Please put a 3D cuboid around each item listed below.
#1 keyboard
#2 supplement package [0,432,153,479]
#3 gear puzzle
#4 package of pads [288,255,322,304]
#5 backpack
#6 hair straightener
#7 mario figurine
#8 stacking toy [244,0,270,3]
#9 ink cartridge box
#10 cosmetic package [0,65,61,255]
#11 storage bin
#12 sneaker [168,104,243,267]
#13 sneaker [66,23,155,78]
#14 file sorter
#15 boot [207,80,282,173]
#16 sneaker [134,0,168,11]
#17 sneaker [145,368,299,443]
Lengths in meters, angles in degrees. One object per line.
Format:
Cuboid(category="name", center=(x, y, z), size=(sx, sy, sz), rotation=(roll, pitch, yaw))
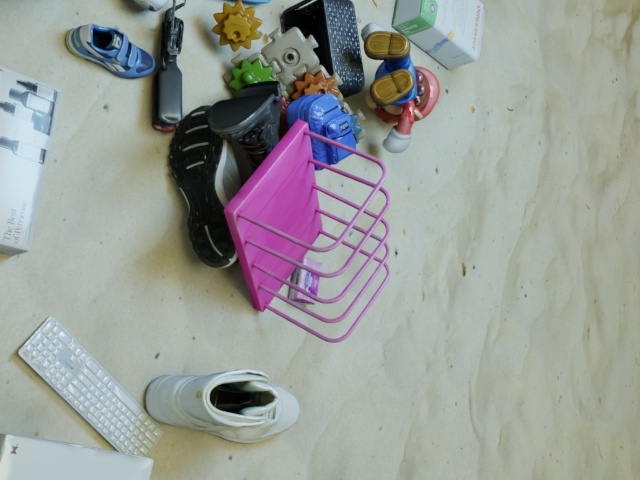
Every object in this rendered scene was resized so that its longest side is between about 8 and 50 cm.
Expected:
Cuboid(category="keyboard", center=(-0.325, 0.222, 1.108), size=(0.256, 0.014, 0.072), rotation=(54, 51, -23))
Cuboid(category="supplement package", center=(-0.351, 0.320, 0.936), size=(0.194, 0.203, 0.149), rotation=(24, 67, -38))
Cuboid(category="gear puzzle", center=(-0.064, -0.273, 1.344), size=(0.339, 0.176, 0.044), rotation=(54, 11, -23))
Cuboid(category="package of pads", center=(-0.027, 0.073, 1.404), size=(0.050, 0.032, 0.083), rotation=(22, 68, -38))
Cuboid(category="backpack", center=(0.003, -0.190, 1.302), size=(0.098, 0.101, 0.120), rotation=(-39, 122, -49))
Cuboid(category="hair straightener", center=(-0.232, -0.294, 1.231), size=(0.047, 0.089, 0.230), rotation=(11, 76, -24))
Cuboid(category="mario figurine", center=(0.126, -0.293, 1.497), size=(0.198, 0.170, 0.320), rotation=(-62, 167, 3))
Cuboid(category="stacking toy", center=(-0.063, -0.533, 1.286), size=(0.166, 0.302, 0.175), rotation=(-6, 86, -44))
Cuboid(category="ink cartridge box", center=(0.273, -0.512, 1.747), size=(0.212, 0.093, 0.154), rotation=(23, 68, -37))
Cuboid(category="cosmetic package", center=(-0.426, -0.107, 1.036), size=(0.099, 0.060, 0.238), rotation=(18, 71, -40))
Cuboid(category="storage bin", center=(0.004, -0.357, 1.444), size=(0.084, 0.122, 0.180), rotation=(-5, 86, -43))
Cuboid(category="sneaker", center=(-0.174, -0.088, 1.263), size=(0.108, 0.100, 0.271), rotation=(2, 77, -69))
Cuboid(category="sneaker", center=(-0.312, -0.290, 1.177), size=(0.144, 0.059, 0.053), rotation=(12, 72, -43))
Cuboid(category="file sorter", center=(0.000, 0.000, 1.229), size=(0.202, 0.182, 0.290), rotation=(-54, 156, -26))
Cuboid(category="boot", center=(-0.093, -0.131, 1.259), size=(0.263, 0.091, 0.228), rotation=(-59, 144, -63))
Cuboid(category="sneaker", center=(-0.243, -0.509, 1.233), size=(0.111, 0.129, 0.297), rotation=(24, 68, -41))
Cuboid(category="sneaker", center=(-0.105, 0.264, 1.203), size=(0.293, 0.169, 0.108), rotation=(16, 70, -44))
